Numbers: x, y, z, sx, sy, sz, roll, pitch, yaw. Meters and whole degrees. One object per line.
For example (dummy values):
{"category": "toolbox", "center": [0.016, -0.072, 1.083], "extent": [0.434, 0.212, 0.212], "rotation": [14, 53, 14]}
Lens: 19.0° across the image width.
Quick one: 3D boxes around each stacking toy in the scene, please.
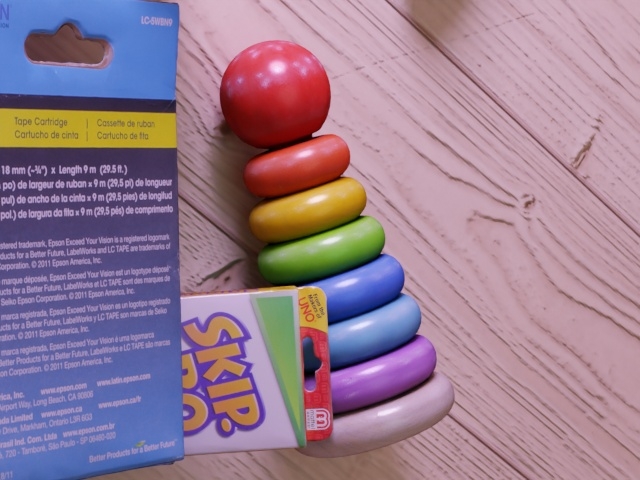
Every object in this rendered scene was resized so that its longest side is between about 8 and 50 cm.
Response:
{"category": "stacking toy", "center": [0.000, 0.000, 1.531], "extent": [0.141, 0.141, 0.330], "rotation": [-20, 98, -28]}

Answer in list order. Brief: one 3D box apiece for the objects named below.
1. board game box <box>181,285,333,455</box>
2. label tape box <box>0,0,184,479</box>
{"category": "board game box", "center": [-0.120, 0.103, 1.457], "extent": [0.259, 0.039, 0.124], "rotation": [-4, 94, -7]}
{"category": "label tape box", "center": [-0.207, -0.001, 1.308], "extent": [0.240, 0.106, 0.333], "rotation": [-3, 93, -55]}
